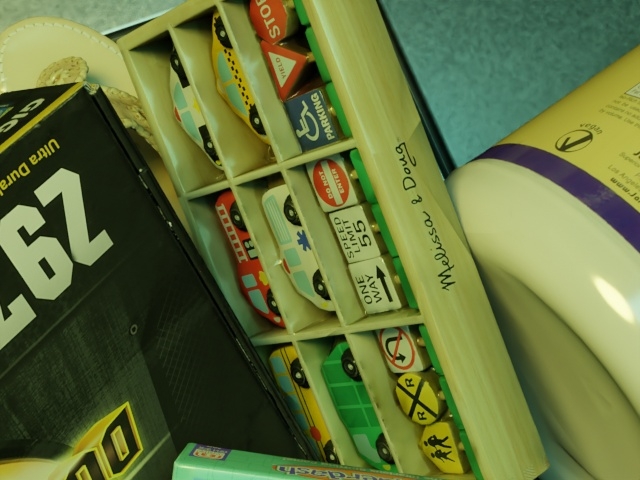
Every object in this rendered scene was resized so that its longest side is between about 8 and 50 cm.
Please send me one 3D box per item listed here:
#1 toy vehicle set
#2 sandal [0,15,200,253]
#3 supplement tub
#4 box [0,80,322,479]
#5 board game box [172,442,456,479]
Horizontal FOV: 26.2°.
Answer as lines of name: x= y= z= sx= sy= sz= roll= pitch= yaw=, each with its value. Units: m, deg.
toy vehicle set: x=0.000 y=0.000 z=0.679 sx=0.035 sy=0.166 sz=0.267 roll=-25 pitch=96 yaw=-36
sandal: x=-0.104 y=-0.039 z=0.752 sx=0.088 sy=0.079 sz=0.240 roll=-29 pitch=81 yaw=-13
supplement tub: x=0.242 y=-0.012 z=0.707 sx=0.331 sy=0.241 sz=0.241 roll=-34 pitch=82 yaw=-14
box: x=-0.160 y=0.123 z=0.594 sx=0.322 sy=0.079 sz=0.257 roll=-46 pitch=119 yaw=-33
board game box: x=0.004 y=0.205 z=0.600 sx=0.160 sy=0.047 sz=0.210 roll=7 pitch=93 yaw=3
